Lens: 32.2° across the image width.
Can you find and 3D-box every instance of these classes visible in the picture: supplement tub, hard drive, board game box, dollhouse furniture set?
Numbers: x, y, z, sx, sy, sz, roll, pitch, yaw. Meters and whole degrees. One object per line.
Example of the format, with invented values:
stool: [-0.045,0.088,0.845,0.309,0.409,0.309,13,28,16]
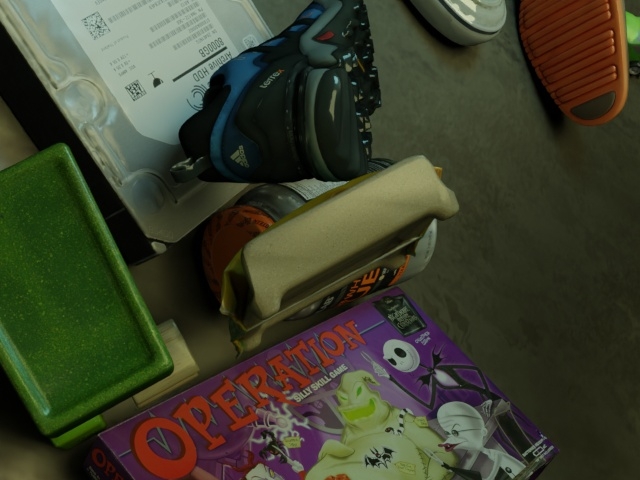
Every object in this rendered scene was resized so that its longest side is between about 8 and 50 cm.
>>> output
supplement tub: [0.000,0.000,0.943,0.190,0.117,0.117,-17,88,-42]
hard drive: [-0.162,-0.178,0.899,0.237,0.064,0.339,-42,105,-41]
board game box: [0.017,0.168,0.856,0.208,0.056,0.347,42,39,22]
dollhouse furniture set: [-0.080,-0.001,0.749,0.302,0.197,0.151,-28,83,-12]

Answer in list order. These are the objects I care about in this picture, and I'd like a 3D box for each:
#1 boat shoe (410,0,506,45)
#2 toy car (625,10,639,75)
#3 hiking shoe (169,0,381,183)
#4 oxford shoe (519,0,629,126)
boat shoe: [0.135,-0.395,1.164,0.136,0.156,0.367,-23,91,-43]
toy car: [0.454,-0.225,1.455,0.225,0.053,0.239,36,55,-27]
hiking shoe: [-0.026,-0.128,0.861,0.304,0.132,0.113,-73,153,-68]
oxford shoe: [0.310,-0.309,1.313,0.133,0.130,0.363,1,75,-47]
